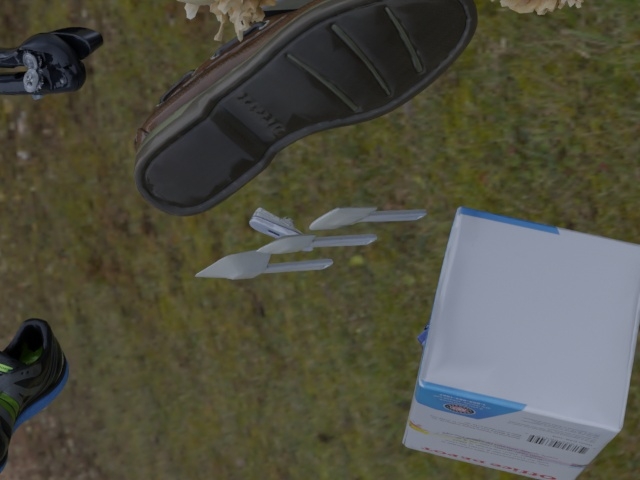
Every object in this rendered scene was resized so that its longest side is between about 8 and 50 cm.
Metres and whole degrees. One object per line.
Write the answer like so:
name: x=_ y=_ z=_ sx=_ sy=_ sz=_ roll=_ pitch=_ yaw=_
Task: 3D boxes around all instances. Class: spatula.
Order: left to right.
spatula: x=0.000 y=0.000 z=1.210 sx=0.168 sy=0.242 sz=0.019 roll=-29 pitch=79 yaw=24

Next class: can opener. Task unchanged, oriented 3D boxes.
can opener: x=-0.280 y=-0.156 z=1.137 sx=0.186 sy=0.073 sz=0.059 roll=-2 pitch=106 yaw=34

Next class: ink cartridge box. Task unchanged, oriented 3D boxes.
ink cartridge box: x=0.208 y=0.121 z=1.317 sx=0.198 sy=0.270 sz=0.197 roll=13 pitch=69 yaw=5

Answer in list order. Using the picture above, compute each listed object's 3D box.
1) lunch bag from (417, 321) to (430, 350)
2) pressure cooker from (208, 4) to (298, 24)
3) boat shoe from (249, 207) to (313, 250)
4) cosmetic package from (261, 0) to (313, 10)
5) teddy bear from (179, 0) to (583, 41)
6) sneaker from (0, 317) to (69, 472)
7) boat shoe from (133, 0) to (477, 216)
lunch bag: x=0.201 y=0.149 z=1.964 sx=0.098 sy=0.067 sz=0.065 roll=-38 pitch=73 yaw=15
pressure cooker: x=0.015 y=-0.438 z=1.635 sx=0.420 sy=0.370 sz=0.375 roll=-24 pitch=83 yaw=6
boat shoe: x=-0.051 y=-0.018 z=1.786 sx=0.100 sy=0.035 sz=0.035 roll=23 pitch=152 yaw=2
cosmetic package: x=-0.009 y=-0.304 z=1.245 sx=0.107 sy=0.238 sz=0.127 roll=-19 pitch=97 yaw=18
teddy bear: x=0.050 y=-0.187 z=0.390 sx=0.338 sy=0.113 sz=0.245 roll=-33 pitch=98 yaw=31
sneaker: x=-0.267 y=0.129 z=0.995 sx=0.067 sy=0.188 sz=0.078 roll=6 pitch=124 yaw=19
boat shoe: x=-0.024 y=-0.140 z=0.985 sx=0.307 sy=0.111 sz=0.104 roll=-26 pitch=38 yaw=17
